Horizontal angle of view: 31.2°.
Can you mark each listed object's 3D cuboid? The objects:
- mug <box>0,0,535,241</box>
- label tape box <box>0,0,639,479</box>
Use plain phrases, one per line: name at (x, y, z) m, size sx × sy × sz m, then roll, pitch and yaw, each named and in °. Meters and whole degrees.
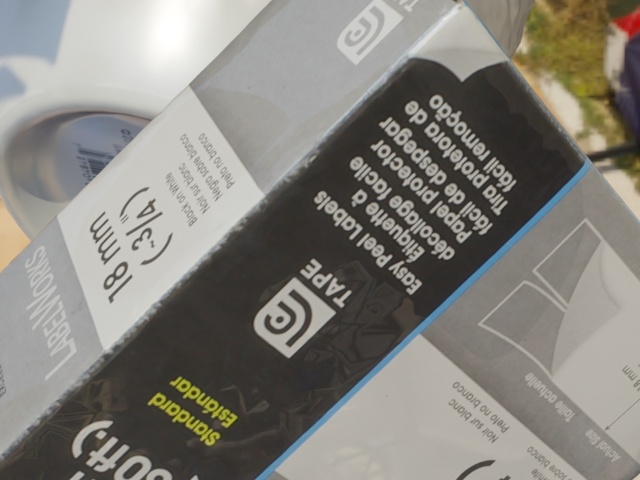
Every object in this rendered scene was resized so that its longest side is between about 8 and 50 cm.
mug at (-0.037, -0.103, 0.656) m, size 0.374 × 0.276 × 0.328 m, roll 108°, pitch -178°, yaw -54°
label tape box at (-0.020, 0.082, 0.466) m, size 0.333 × 0.240 × 0.106 m, roll -44°, pitch 37°, yaw 6°
